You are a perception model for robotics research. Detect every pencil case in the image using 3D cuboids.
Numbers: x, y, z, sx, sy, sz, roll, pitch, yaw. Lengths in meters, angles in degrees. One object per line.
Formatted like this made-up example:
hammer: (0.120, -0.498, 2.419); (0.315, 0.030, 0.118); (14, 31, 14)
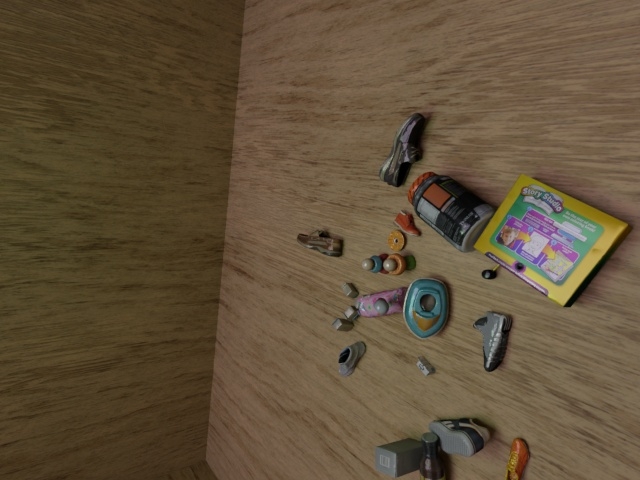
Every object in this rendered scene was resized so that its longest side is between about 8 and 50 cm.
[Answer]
pencil case: (0.306, 0.301, 1.951); (0.284, 0.124, 0.124); (-20, 75, 48)

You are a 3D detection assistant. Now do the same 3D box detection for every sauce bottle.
sauce bottle: (0.479, 0.997, 1.722); (0.111, 0.111, 0.345); (5, 104, 50)

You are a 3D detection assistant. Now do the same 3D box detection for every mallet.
mallet: (0.701, 0.081, 1.546); (0.190, 0.062, 0.039); (-49, 53, 21)

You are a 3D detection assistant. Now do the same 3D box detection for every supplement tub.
supplement tub: (0.521, -0.124, 1.621); (0.338, 0.207, 0.207); (50, 126, 38)

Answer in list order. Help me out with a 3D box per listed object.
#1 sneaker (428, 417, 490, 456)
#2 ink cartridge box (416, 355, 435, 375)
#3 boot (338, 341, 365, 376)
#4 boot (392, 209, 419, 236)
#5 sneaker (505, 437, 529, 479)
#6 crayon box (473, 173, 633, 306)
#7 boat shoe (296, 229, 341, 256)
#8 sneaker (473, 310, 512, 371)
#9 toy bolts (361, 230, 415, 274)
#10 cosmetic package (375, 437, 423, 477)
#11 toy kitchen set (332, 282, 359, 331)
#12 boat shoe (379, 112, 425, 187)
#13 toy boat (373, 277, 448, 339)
sneaker: (0.568, 0.797, 1.652); (0.321, 0.127, 0.126); (134, 118, -70)
ink cartridge box: (0.467, 0.563, 1.815); (0.083, 0.048, 0.028); (52, 127, 38)
boot: (0.134, 0.640, 2.158); (0.095, 0.123, 0.259); (49, 126, 38)
boot: (0.408, -0.079, 1.876); (0.158, 0.059, 0.085); (45, 118, 42)
sneaker: (0.725, 0.821, 1.493); (0.064, 0.067, 0.175); (8, 95, 52)
crayon box: (0.768, -0.007, 1.378); (0.363, 0.106, 0.313); (44, 113, 40)
boat shoe: (0.000, 0.000, 2.333); (0.323, 0.122, 0.120); (20, 100, 40)
sneaker: (0.651, 0.383, 1.577); (0.132, 0.086, 0.229); (21, 96, 53)
toy bolts: (0.302, 0.073, 1.924); (0.228, 0.158, 0.219); (-26, 71, 47)
cosmetic package: (0.366, 0.956, 1.789); (0.127, 0.237, 0.107); (-15, 69, 52)
toy kitchen set: (0.141, 0.359, 2.184); (0.207, 0.122, 0.166); (-48, 52, 14)
boat shoe: (0.399, -0.401, 1.847); (0.130, 0.132, 0.356); (45, 132, 29)
toy boat: (0.388, 0.291, 1.734); (0.317, 0.148, 0.268); (3, 91, 9)
